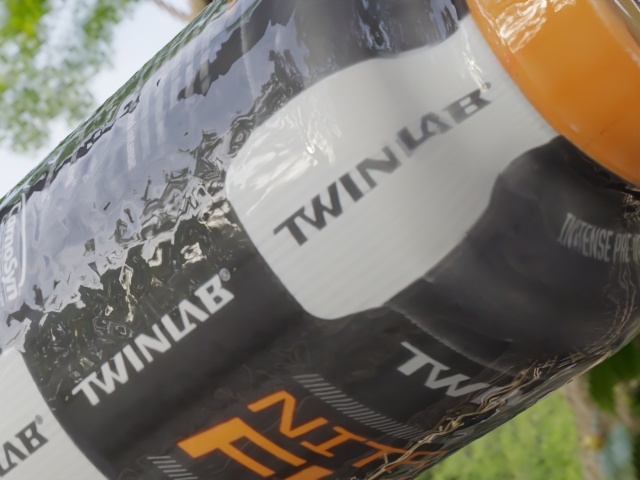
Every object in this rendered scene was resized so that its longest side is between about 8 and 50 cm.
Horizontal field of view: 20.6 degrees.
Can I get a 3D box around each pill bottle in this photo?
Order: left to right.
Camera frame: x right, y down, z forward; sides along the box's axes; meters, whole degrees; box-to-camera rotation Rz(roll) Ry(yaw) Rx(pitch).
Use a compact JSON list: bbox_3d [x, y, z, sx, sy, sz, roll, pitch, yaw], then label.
[{"bbox_3d":[0.000,0.000,0.455,0.245,0.130,0.130,-38,-15,35],"label":"pill bottle"}]
